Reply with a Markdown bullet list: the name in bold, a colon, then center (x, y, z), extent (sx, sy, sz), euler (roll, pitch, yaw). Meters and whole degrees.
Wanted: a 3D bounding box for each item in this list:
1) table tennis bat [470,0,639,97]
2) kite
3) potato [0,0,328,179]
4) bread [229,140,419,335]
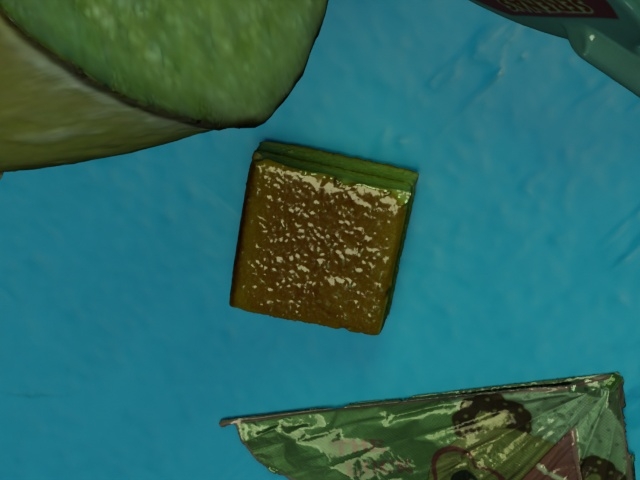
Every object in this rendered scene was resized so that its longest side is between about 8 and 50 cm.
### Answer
- **table tennis bat**: center (0.115, -0.112, 0.736), extent (0.244, 0.153, 0.040), euler (28, 88, -26)
- **kite**: center (0.095, 0.171, 0.940), extent (0.323, 0.013, 0.267), euler (36, 117, -8)
- **potato**: center (-0.221, -0.210, 0.581), extent (0.320, 0.385, 0.442), euler (-13, 150, 22)
- **bread**: center (0.000, 0.000, 0.855), extent (0.090, 0.035, 0.094), euler (13, 118, 4)
